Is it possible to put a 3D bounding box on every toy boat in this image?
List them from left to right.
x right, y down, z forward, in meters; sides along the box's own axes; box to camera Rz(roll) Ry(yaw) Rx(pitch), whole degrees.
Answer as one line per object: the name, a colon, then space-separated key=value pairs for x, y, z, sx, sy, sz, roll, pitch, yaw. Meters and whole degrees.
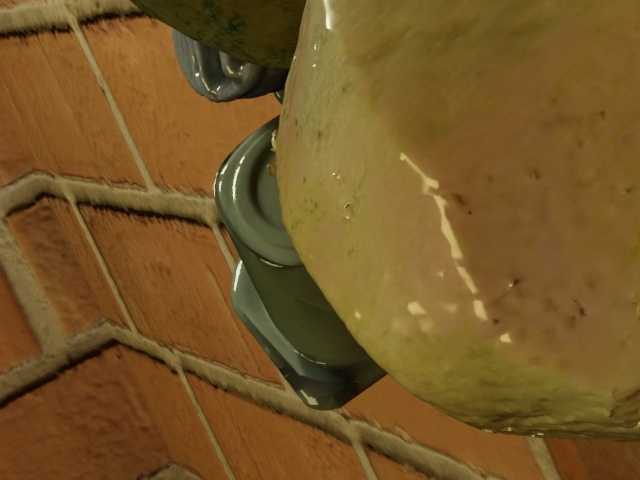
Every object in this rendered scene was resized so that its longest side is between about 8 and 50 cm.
toy boat: x=-0.066 y=-0.175 z=1.549 sx=0.283 sy=0.078 sz=0.127 roll=176 pitch=81 yaw=-75

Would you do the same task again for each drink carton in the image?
drink carton: x=0.000 y=0.000 z=1.606 sx=0.191 sy=0.185 sz=0.189 roll=53 pitch=177 yaw=31

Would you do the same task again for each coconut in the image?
coconut: x=0.166 y=-0.068 z=0.922 sx=0.352 sy=0.352 sz=0.353 roll=52 pitch=160 yaw=27

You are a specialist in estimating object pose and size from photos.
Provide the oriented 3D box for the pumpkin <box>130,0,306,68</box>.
pumpkin: x=-0.015 y=-0.250 z=1.157 sx=0.332 sy=0.332 sz=0.199 roll=54 pitch=168 yaw=23

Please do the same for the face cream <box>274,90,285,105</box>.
face cream: x=0.011 y=-0.176 z=1.566 sx=0.144 sy=0.071 sz=0.291 roll=65 pitch=164 yaw=8
